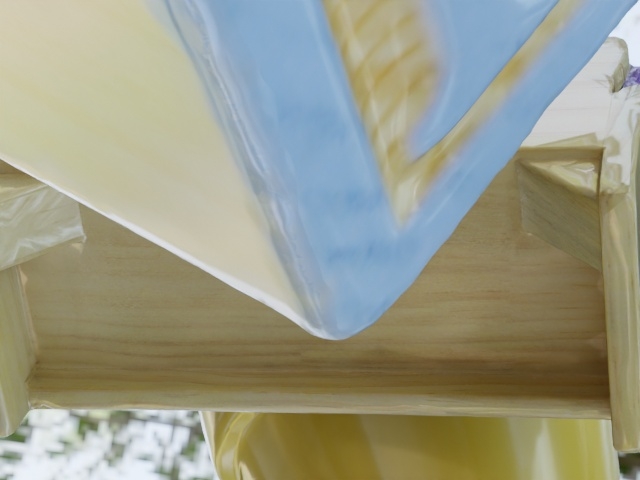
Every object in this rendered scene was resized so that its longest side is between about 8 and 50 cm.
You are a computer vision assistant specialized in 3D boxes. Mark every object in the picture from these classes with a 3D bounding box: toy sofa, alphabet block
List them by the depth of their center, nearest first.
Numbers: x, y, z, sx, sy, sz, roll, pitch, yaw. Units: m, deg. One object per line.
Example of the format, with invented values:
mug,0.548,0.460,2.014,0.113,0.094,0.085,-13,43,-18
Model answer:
alphabet block,-0.032,-0.130,0.411,0.193,0.197,0.192,-49,147,-22
toy sofa,0.000,0.000,0.974,0.177,0.363,0.150,-68,154,-58

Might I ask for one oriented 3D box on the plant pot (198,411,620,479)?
plant pot,0.069,0.139,1.069,0.254,0.254,0.239,-58,-144,41
